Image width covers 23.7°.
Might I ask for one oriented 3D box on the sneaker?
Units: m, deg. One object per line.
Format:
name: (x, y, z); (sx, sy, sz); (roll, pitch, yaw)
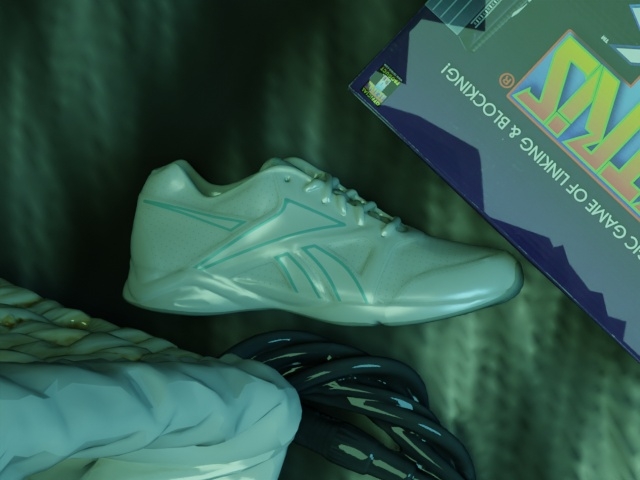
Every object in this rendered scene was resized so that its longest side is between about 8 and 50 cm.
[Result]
sneaker: (0.000, 0.000, 0.567); (0.152, 0.054, 0.061); (4, 93, 10)

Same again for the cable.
cable: (-0.003, 0.128, 0.588); (0.150, 0.047, 0.184); (-29, 92, 3)

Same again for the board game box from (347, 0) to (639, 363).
board game box: (0.119, -0.048, 0.546); (0.170, 0.048, 0.141); (43, 99, 4)

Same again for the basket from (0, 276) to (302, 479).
basket: (-0.226, 0.160, 0.461); (0.266, 0.328, 0.331); (19, 99, 29)
